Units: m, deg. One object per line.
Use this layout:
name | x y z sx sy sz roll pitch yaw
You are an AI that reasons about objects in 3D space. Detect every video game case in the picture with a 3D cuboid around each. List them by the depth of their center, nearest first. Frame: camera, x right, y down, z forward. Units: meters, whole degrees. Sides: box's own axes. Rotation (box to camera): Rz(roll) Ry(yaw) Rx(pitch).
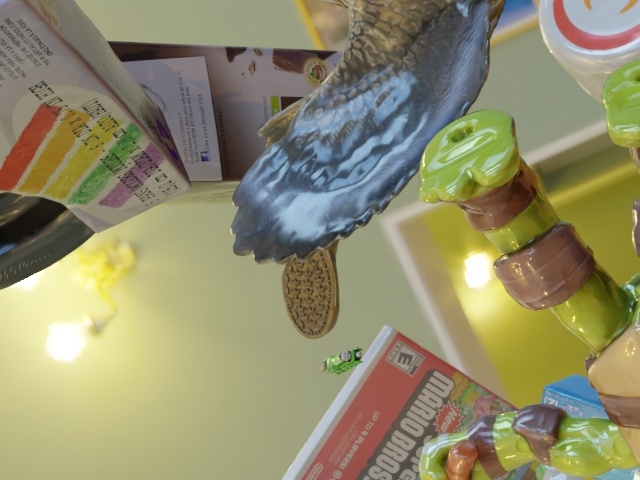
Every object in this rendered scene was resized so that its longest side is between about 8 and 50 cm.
video game case | 0.124 0.243 1.684 0.285 0.204 0.025 33 180 -20

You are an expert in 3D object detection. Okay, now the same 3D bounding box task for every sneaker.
sneaker | 0.000 0.000 1.688 0.086 0.064 0.192 -34 -61 -55

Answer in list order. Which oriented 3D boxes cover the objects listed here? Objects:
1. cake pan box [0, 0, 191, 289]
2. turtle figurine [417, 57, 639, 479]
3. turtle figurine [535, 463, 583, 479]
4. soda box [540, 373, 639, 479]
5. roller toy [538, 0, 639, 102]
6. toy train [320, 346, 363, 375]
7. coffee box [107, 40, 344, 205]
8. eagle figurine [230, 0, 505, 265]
cake pan box | -0.225 -0.044 0.901 0.267 0.246 0.070 56 -169 -66
turtle figurine | 0.140 0.041 0.592 0.087 0.270 0.217 -53 -56 -46
turtle figurine | 0.151 0.351 1.598 0.198 0.266 0.274 48 148 7
soda box | 0.296 0.185 1.417 0.071 0.210 0.067 -10 -65 -56
roller toy | 0.368 -0.262 1.907 0.146 0.191 0.209 35 -105 -54
toy train | 0.020 0.117 1.567 0.083 0.024 0.017 139 130 -69
coffee box | -0.135 -0.095 1.368 0.168 0.297 0.118 -12 81 61
eagle figurine | 0.048 -0.141 1.131 0.225 0.226 0.298 36 124 47
